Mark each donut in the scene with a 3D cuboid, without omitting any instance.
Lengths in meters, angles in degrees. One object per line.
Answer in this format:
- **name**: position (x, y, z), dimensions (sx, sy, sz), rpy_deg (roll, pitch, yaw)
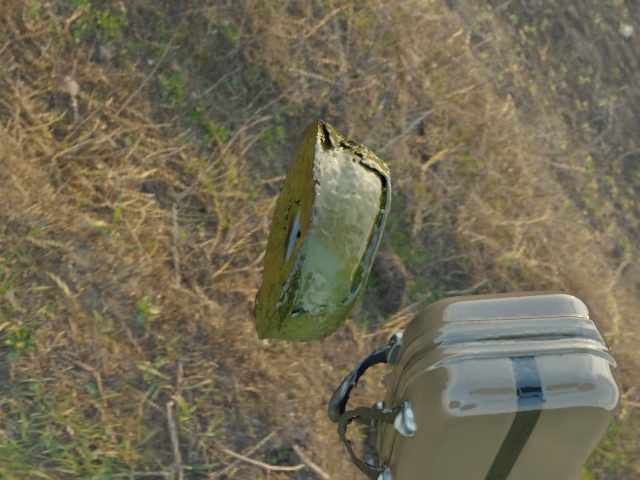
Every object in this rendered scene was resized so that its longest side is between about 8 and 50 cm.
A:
- **donut**: position (0.000, 0.000, 1.048), dimensions (0.107, 0.272, 0.272), rpy_deg (16, 68, -10)

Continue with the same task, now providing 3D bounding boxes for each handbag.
- **handbag**: position (0.149, 0.190, 0.944), dimensions (0.283, 0.301, 0.149), rpy_deg (2, 49, -6)
